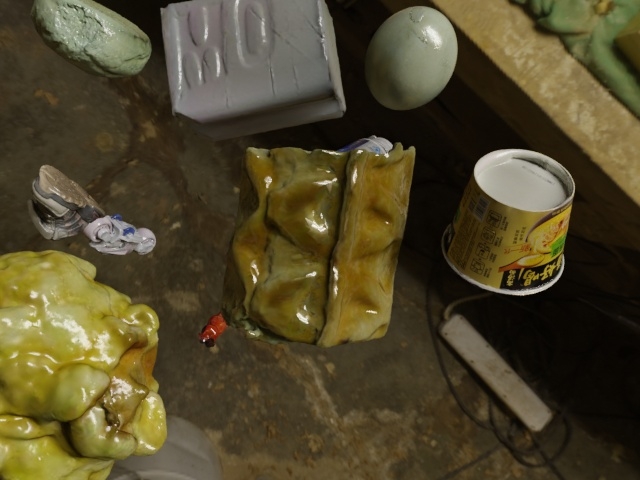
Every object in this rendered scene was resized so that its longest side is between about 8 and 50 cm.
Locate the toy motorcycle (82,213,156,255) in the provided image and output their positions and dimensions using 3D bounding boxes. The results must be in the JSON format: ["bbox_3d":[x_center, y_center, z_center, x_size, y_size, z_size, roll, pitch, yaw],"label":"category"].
[{"bbox_3d":[-0.529,-0.005,1.831,0.113,0.254,0.112,-5,76,22],"label":"toy motorcycle"}]

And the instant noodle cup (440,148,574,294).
[{"bbox_3d":[0.227,-0.026,0.832,0.152,0.151,0.122,-7,137,-10],"label":"instant noodle cup"}]

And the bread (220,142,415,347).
[{"bbox_3d":[-0.004,0.000,0.894,0.239,0.196,0.251,2,96,6],"label":"bread"}]

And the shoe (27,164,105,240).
[{"bbox_3d":[-0.421,-0.052,1.119,0.092,0.180,0.089,-43,80,-3],"label":"shoe"}]

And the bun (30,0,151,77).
[{"bbox_3d":[-0.393,-0.348,1.206,0.221,0.221,0.108,28,102,-12],"label":"bun"}]

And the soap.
[{"bbox_3d":[-0.171,-0.467,1.827,0.435,0.213,0.350,-6,79,12],"label":"soap"}]

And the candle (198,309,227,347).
[{"bbox_3d":[-0.261,0.209,1.886,0.048,0.329,0.051,-3,101,8],"label":"candle"}]

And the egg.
[{"bbox_3d":[0.190,-0.382,1.499,0.187,0.253,0.186,7,57,-11],"label":"egg"}]

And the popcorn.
[{"bbox_3d":[-0.298,0.149,0.781,0.252,0.215,0.286,-13,104,-1],"label":"popcorn"}]

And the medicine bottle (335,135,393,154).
[{"bbox_3d":[0.076,-0.151,1.486,0.191,0.107,0.107,-33,103,-42],"label":"medicine bottle"}]
